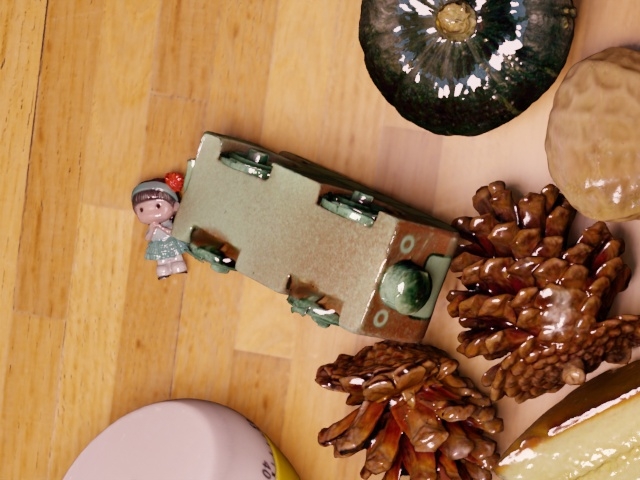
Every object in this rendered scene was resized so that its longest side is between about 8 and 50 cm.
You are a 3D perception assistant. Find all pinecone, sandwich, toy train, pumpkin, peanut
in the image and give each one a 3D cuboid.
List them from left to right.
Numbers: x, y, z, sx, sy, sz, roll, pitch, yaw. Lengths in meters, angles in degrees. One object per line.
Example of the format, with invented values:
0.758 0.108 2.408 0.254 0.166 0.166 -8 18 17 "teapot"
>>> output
0.000 0.000 1.708 0.326 0.159 0.129 25 102 44 "toy train"
0.086 0.174 1.735 0.195 0.179 0.150 44 83 -16 "pinecone"
0.137 -0.204 1.712 0.211 0.152 0.212 3 96 29 "pumpkin"
0.205 0.040 1.700 0.185 0.168 0.212 -8 79 -27 "pinecone"
0.289 0.186 1.713 0.235 0.128 0.122 -24 91 18 "sandwich"
0.326 -0.092 1.670 0.233 0.110 0.197 5 52 11 "peanut"

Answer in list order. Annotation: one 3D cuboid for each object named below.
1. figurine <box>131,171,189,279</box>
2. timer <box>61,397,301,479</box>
-0.159 -0.015 1.852 0.060 0.047 0.106 -11 93 23 "figurine"
-0.111 0.317 1.780 0.285 0.285 0.285 1 94 14 "timer"
